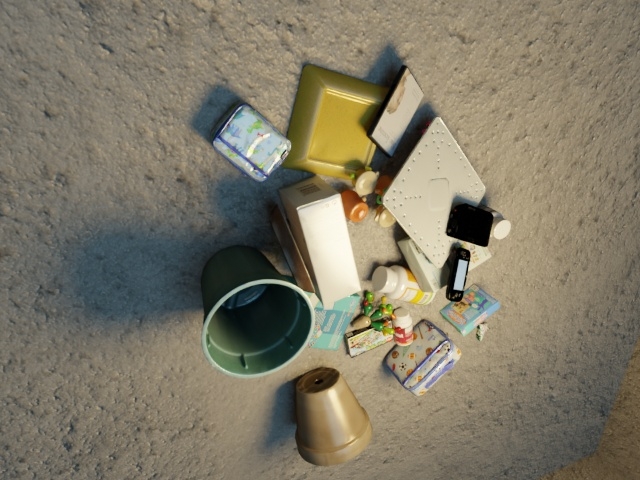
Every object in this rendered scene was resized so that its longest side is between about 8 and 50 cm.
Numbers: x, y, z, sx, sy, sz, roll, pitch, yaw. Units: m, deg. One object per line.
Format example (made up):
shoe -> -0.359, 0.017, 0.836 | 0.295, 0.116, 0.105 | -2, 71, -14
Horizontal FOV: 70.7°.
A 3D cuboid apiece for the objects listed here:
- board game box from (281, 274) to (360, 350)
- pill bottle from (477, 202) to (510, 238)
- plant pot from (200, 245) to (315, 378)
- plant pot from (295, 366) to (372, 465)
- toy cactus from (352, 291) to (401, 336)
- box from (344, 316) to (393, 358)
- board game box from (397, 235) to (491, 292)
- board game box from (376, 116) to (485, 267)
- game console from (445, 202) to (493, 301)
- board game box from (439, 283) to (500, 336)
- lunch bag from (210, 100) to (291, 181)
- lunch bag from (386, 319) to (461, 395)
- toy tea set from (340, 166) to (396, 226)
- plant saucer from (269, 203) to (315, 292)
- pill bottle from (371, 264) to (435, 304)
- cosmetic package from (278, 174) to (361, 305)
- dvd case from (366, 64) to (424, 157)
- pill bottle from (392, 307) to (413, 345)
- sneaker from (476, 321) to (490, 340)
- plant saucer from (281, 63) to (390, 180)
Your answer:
board game box -> -0.044, 0.282, 1.727 | 0.335, 0.079, 0.254 | 14, 108, -29
pill bottle -> 0.670, -0.077, 1.815 | 0.107, 0.180, 0.108 | -10, 118, -20
plant pot -> -0.234, 0.198, 1.448 | 0.340, 0.334, 0.342 | -10, 117, -20
plant pot -> 0.024, 0.693, 1.849 | 0.322, 0.323, 0.281 | -20, 104, -15
toy cactus -> 0.220, 0.320, 1.848 | 0.180, 0.112, 0.219 | -29, 116, 12
box -> 0.210, 0.414, 1.930 | 0.206, 0.036, 0.114 | -20, 121, -14
board game box -> 0.486, 0.035, 1.761 | 0.303, 0.097, 0.224 | -27, 92, -18
board game box -> 0.408, -0.166, 1.618 | 0.390, 0.050, 0.390 | 45, 71, -30
game console -> 0.539, 0.051, 1.677 | 0.213, 0.043, 0.362 | 12, 89, -35
board game box -> 0.662, 0.306, 2.009 | 0.210, 0.160, 0.047 | -37, 124, -3
lunch bag -> -0.212, -0.294, 1.372 | 0.176, 0.090, 0.219 | -47, 122, 6
lunch bag -> 0.449, 0.506, 1.959 | 0.303, 0.243, 0.115 | -47, 124, 3
toy tea set -> 0.196, -0.159, 1.610 | 0.335, 0.124, 0.200 | 8, 115, -37
plant saucer -> -0.097, 0.034, 1.449 | 0.050, 0.311, 0.311 | -23, 121, -5
pill bottle -> 0.332, 0.175, 1.811 | 0.245, 0.136, 0.137 | 15, 107, -29
cosmetic package -> 0.000, 0.000, 1.534 | 0.156, 0.217, 0.386 | -20, 119, -13
dvd case -> 0.251, -0.420, 1.493 | 0.180, 0.022, 0.253 | 24, 94, -57
pill bottle -> 0.353, 0.371, 1.945 | 0.085, 0.086, 0.152 | -18, 119, -15
sneaker -> 0.803, 0.445, 2.210 | 0.069, 0.038, 0.099 | -14, 119, -17
plant saucer -> 0.069, -0.360, 1.470 | 0.332, 0.081, 0.333 | 6, 111, -27
